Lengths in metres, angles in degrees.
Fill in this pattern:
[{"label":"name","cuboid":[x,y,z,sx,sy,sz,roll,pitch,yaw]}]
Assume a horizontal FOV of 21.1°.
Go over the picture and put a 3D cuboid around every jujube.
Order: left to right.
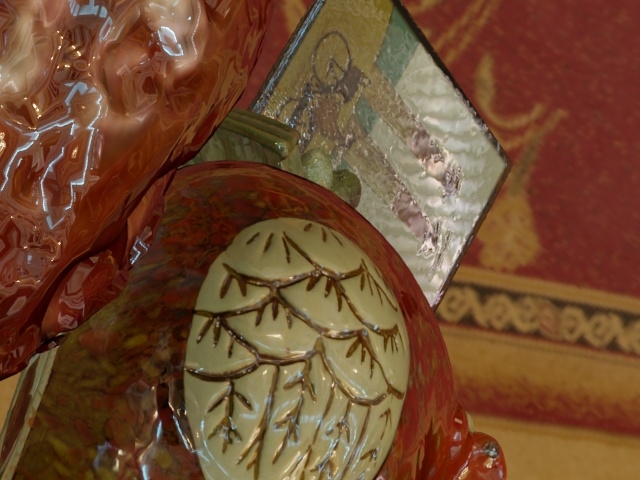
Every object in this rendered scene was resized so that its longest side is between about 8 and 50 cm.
[{"label":"jujube","cuboid":[-0.109,-0.080,0.451,0.197,0.290,0.197,6,132,7]}]

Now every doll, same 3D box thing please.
[{"label":"doll","cuboid":[0.000,0.000,1.095,0.077,0.150,0.115,20,114,12]}]

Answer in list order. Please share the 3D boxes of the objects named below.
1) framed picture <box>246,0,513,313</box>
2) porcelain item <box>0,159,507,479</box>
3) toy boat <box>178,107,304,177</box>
[{"label":"framed picture","cuboid":[0.041,-0.050,1.394,0.244,0.013,0.324,-61,139,-16]},{"label":"porcelain item","cuboid":[-0.022,0.095,0.759,0.253,0.253,0.253,-7,111,-19]},{"label":"toy boat","cuboid":[-0.126,-0.047,1.018,0.055,0.293,0.093,-41,128,-49]}]
